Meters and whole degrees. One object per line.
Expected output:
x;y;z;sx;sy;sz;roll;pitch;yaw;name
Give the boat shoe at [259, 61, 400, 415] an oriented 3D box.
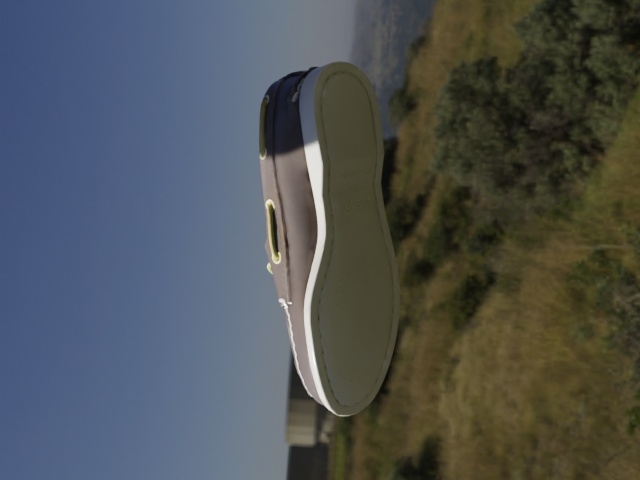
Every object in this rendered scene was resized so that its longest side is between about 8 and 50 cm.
0.000;0.000;0.807;0.117;0.097;0.324;-9;-84;-44;boat shoe
